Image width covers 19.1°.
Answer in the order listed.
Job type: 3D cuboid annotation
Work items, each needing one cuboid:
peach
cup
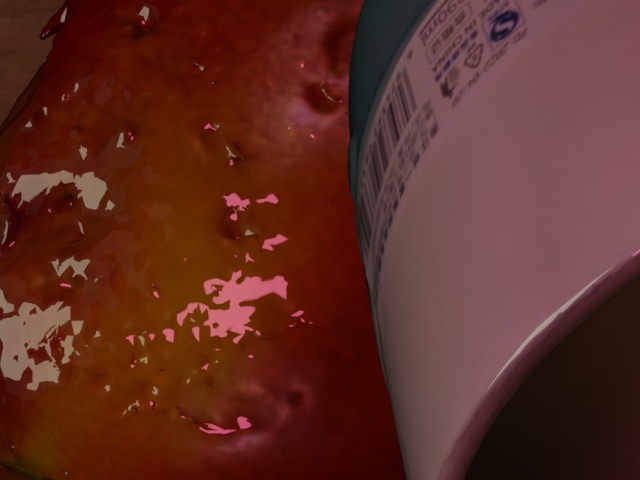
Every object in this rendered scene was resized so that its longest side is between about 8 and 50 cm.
[{"bbox_3d":[0.000,0.000,0.970,0.416,0.353,0.339,-45,11,-18],"label":"peach"},{"bbox_3d":[0.142,-0.025,0.522,0.290,0.219,0.257,-43,32,23],"label":"cup"}]
